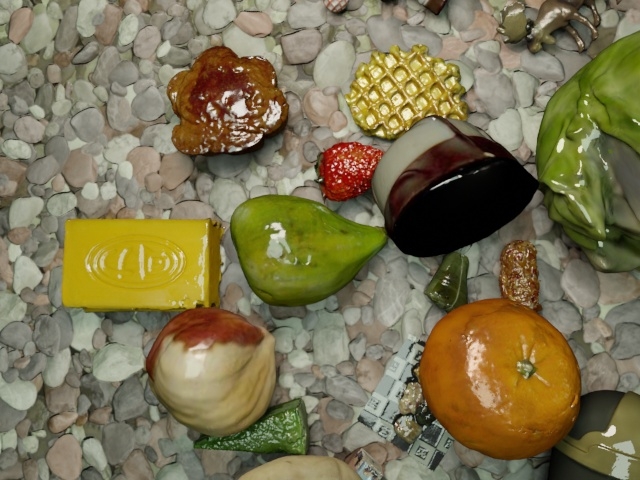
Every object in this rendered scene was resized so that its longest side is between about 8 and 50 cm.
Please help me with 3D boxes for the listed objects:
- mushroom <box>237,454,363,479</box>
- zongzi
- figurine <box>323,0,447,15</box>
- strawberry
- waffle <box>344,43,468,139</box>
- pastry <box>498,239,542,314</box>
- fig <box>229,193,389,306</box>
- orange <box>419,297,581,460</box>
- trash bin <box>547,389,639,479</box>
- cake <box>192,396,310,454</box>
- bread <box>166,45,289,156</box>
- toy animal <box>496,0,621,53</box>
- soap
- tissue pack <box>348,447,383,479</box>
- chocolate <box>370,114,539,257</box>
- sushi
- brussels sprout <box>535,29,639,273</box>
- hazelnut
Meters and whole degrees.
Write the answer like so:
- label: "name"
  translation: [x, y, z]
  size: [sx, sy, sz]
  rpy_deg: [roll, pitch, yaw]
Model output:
- label: "mushroom"
  translation: [-0.028, 0.545, 0.933]
  size: [0.353, 0.353, 0.325]
  rpy_deg: [42, 103, 7]
- label: "zongzi"
  translation: [0.294, 0.084, 1.096]
  size: [0.130, 0.062, 0.154]
  rpy_deg: [37, 74, -14]
- label: "figurine"
  translation: [0.105, -0.592, 1.093]
  size: [0.369, 0.167, 0.281]
  rpy_deg: [29, 94, -1]
- label: "strawberry"
  translation: [0.062, -0.139, 1.088]
  size: [0.148, 0.131, 0.131]
  rpy_deg: [3, 87, -12]
- label: "waffle"
  translation: [0.176, -0.282, 1.117]
  size: [0.253, 0.056, 0.249]
  rpy_deg: [-1, 86, 4]
- label: "pastry"
  translation: [0.398, 0.082, 1.066]
  size: [0.087, 0.063, 0.170]
  rpy_deg: [-5, 85, 4]
- label: "fig"
  translation: [-0.016, 0.012, 1.034]
  size: [0.313, 0.233, 0.233]
  rpy_deg: [-6, 86, 12]
- label: "orange"
  translation: [0.316, 0.245, 0.969]
  size: [0.283, 0.226, 0.284]
  rpy_deg: [6, 62, -11]
- label: "trash bin"
  translation: [0.510, 0.428, 0.964]
  size: [0.214, 0.214, 0.334]
  rpy_deg: [10, 96, 7]
- label: "cake"
  translation: [-0.133, 0.403, 1.087]
  size: [0.235, 0.100, 0.099]
  rpy_deg: [-20, 85, 5]
- label: "bread"
  translation: [-0.186, -0.284, 1.117]
  size: [0.246, 0.135, 0.232]
  rpy_deg: [-9, 85, 6]
- label: "toy animal"
  translation: [0.468, -0.452, 1.085]
  size: [0.186, 0.094, 0.214]
  rpy_deg: [35, 84, 3]
- label: "soap"
  translation: [-0.371, 0.053, 1.137]
  size: [0.324, 0.096, 0.204]
  rpy_deg: [-1, 86, 6]
- label: "tissue pack"
  translation: [0.076, 0.478, 1.074]
  size: [0.058, 0.074, 0.094]
  rpy_deg: [38, 90, 1]
- label: "chocolate"
  translation: [0.224, -0.114, 1.000]
  size: [0.283, 0.284, 0.186]
  rpy_deg: [-21, 62, 5]
- label: "sushi"
  translation: [0.207, 0.329, 1.079]
  size: [0.192, 0.050, 0.215]
  rpy_deg: [32, 91, 7]
- label: "brussels sprout"
  translation: [0.584, -0.182, 0.933]
  size: [0.425, 0.342, 0.361]
  rpy_deg: [-39, 40, 33]
- label: "hazelnut"
  translation: [-0.198, 0.242, 1.031]
  size: [0.241, 0.261, 0.261]
  rpy_deg: [-32, 83, -22]
